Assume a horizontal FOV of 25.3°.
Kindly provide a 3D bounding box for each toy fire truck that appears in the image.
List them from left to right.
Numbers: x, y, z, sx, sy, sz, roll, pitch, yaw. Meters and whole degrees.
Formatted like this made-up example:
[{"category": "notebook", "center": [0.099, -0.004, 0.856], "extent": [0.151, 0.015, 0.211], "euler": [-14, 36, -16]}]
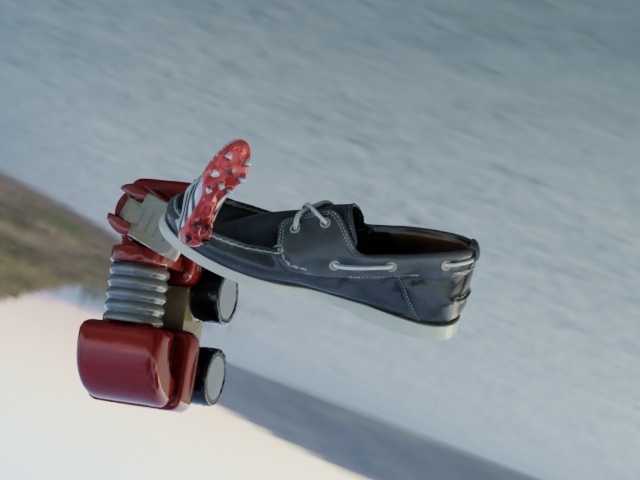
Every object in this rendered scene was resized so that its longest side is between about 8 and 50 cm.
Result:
[{"category": "toy fire truck", "center": [-0.152, 0.043, 1.297], "extent": [0.159, 0.217, 0.246], "euler": [7, 172, 18]}]

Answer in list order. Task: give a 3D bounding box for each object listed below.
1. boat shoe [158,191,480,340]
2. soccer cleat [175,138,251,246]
[{"category": "boat shoe", "center": [0.000, 0.000, 1.037], "extent": [0.233, 0.079, 0.084], "euler": [16, -151, -2]}, {"category": "soccer cleat", "center": [-0.073, -0.034, 0.936], "extent": [0.029, 0.083, 0.035], "euler": [14, -155, -32]}]
